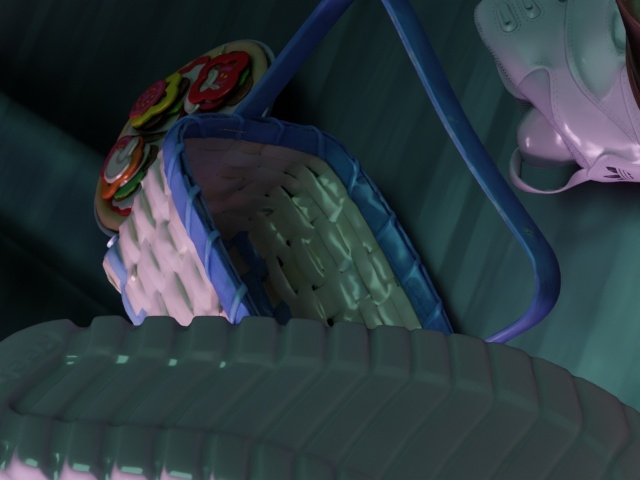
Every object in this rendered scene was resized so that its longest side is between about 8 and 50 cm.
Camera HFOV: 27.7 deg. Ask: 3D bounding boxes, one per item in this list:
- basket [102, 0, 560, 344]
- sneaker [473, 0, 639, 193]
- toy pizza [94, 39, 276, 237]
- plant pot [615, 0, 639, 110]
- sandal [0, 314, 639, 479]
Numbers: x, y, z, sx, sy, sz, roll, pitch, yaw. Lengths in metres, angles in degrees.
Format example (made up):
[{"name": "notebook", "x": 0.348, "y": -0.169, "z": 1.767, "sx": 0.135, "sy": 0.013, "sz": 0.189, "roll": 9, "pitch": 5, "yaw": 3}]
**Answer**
[{"name": "basket", "x": 0.000, "y": 0.000, "z": 0.871, "sx": 0.289, "sy": 0.201, "sz": 0.254, "roll": -42, "pitch": 64, "yaw": 39}, {"name": "sneaker", "x": 0.219, "y": -0.198, "z": 0.891, "sx": 0.210, "sy": 0.137, "sz": 0.365, "roll": -7, "pitch": 71, "yaw": 23}, {"name": "toy pizza", "x": -0.117, "y": -0.089, "z": 1.047, "sx": 0.201, "sy": 0.032, "sz": 0.201, "roll": -30, "pitch": 37, "yaw": 26}, {"name": "plant pot", "x": 0.234, "y": -0.136, "z": 0.707, "sx": 0.167, "sy": 0.165, "sz": 0.167, "roll": -6, "pitch": 76, "yaw": 23}, {"name": "sandal", "x": 0.004, "y": 0.125, "z": 0.710, "sx": 0.416, "sy": 0.102, "sz": 0.169, "roll": 11, "pitch": 41, "yaw": 15}]
